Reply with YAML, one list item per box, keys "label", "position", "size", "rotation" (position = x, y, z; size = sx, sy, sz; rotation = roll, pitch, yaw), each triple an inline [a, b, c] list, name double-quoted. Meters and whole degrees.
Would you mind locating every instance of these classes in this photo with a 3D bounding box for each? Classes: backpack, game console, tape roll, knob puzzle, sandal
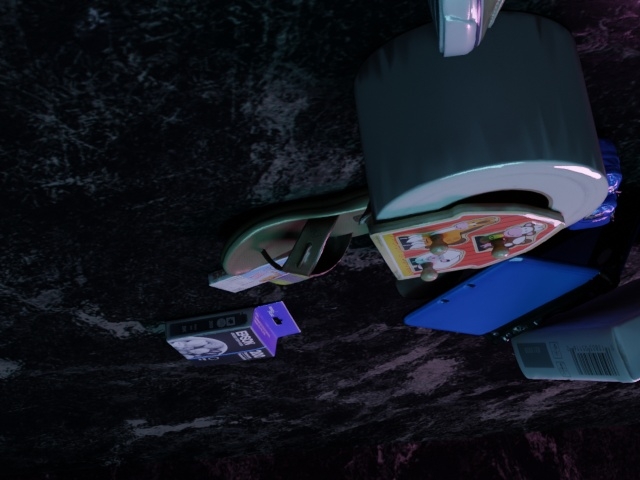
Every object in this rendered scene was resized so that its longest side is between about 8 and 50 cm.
- label: "backpack"
  position: [0.338, -0.075, 1.409]
  size: [0.098, 0.101, 0.120]
  rotation: [-15, 158, 2]
- label: "game console"
  position: [0.298, 0.034, 1.648]
  size: [0.173, 0.250, 0.293]
  rotation: [38, 145, -10]
- label: "tape roll"
  position: [0.164, -0.104, 1.166]
  size: [0.246, 0.169, 0.246]
  rotation: [-6, 159, -2]
- label: "knob puzzle"
  position: [0.162, 0.006, 1.174]
  size: [0.213, 0.030, 0.213]
  rotation: [-7, 160, -2]
- label: "sandal"
  position: [0.001, -0.001, 1.500]
  size: [0.303, 0.086, 0.120]
  rotation: [-16, 161, 17]

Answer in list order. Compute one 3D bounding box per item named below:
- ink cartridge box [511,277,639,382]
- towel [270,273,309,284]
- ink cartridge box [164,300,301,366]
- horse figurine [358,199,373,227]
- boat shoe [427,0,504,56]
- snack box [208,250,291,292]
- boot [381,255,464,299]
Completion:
- label: "ink cartridge box"
  position: [0.523, 0.106, 1.672]
  size: [0.385, 0.091, 0.308]
  rotation: [-19, 179, -18]
- label: "towel"
  position: [-0.040, 0.052, 1.744]
  size: [0.083, 0.009, 0.060]
  rotation: [-21, 157, 34]
- label: "ink cartridge box"
  position: [-0.149, 0.170, 1.976]
  size: [0.208, 0.045, 0.206]
  rotation: [-11, 159, 6]
- label: "horse figurine"
  position: [0.173, -0.056, 1.363]
  size: [0.263, 0.174, 0.066]
  rotation: [4, 119, -11]
- label: "boat shoe"
  position: [0.130, -0.245, 0.868]
  size: [0.094, 0.109, 0.302]
  rotation: [-10, 157, 0]
- label: "snack box"
  position: [-0.082, 0.041, 1.680]
  size: [0.178, 0.022, 0.064]
  rotation: [-20, 156, 30]
- label: "boot"
  position: [0.146, 0.016, 1.587]
  size: [0.161, 0.083, 0.246]
  rotation: [1, 156, -37]
